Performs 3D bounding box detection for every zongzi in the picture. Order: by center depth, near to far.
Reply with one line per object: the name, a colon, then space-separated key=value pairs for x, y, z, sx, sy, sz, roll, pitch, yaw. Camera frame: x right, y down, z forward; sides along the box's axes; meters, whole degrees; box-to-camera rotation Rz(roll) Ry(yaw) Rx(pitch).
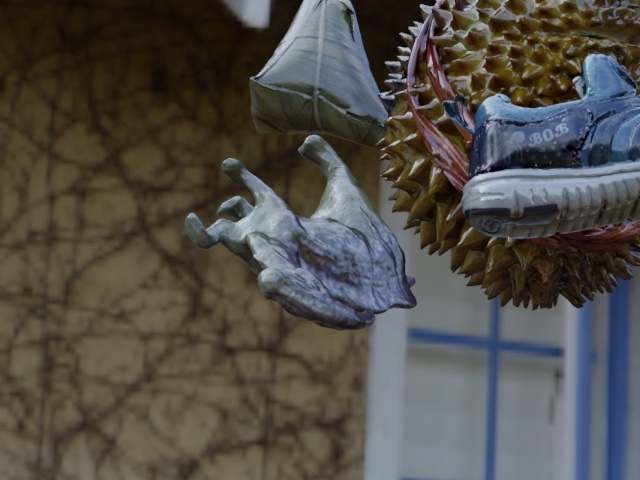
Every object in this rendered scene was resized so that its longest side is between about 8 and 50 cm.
zongzi: x=0.046 y=-0.197 z=1.933 sx=0.204 sy=0.205 sz=0.094 roll=16 pitch=-36 yaw=16

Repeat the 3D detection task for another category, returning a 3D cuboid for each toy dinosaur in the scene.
toy dinosaur: x=-0.005 y=0.006 z=1.221 sx=0.162 sy=0.077 sz=0.294 roll=42 pitch=25 yaw=12

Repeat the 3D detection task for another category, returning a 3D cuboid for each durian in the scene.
durian: x=0.219 y=-0.107 z=1.526 sx=0.347 sy=0.348 sz=0.384 roll=0 pitch=-45 yaw=12

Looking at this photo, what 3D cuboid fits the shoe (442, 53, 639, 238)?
shoe: x=0.183 y=-0.066 z=1.038 sx=0.207 sy=0.106 sz=0.091 roll=-7 pitch=-14 yaw=2
